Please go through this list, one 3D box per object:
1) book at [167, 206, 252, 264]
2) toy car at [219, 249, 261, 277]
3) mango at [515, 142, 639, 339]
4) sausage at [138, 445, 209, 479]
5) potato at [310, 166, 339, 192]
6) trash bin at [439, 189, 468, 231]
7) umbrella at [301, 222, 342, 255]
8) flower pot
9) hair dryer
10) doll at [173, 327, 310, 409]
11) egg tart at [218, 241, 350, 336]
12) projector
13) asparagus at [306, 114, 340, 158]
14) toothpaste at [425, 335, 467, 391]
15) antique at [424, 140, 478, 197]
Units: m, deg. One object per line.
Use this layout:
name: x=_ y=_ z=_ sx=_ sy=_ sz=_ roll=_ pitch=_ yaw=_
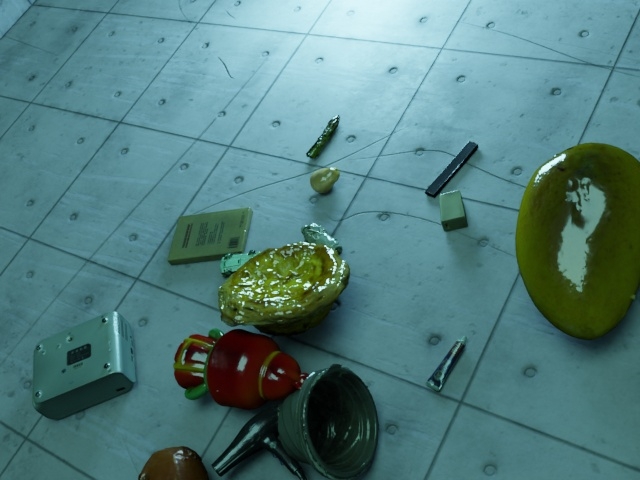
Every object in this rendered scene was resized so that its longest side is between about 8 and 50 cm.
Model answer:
book: x=-0.308 y=-0.012 z=2.093 sx=0.230 sy=0.026 sz=0.161 roll=-6 pitch=53 yaw=20
toy car: x=-0.209 y=0.061 z=1.990 sx=0.121 sy=0.035 sz=0.059 roll=-9 pitch=52 yaw=7
mango: x=0.567 y=0.001 z=1.585 sx=0.301 sy=0.220 sz=0.445 roll=1 pitch=65 yaw=17
sausage: x=-0.303 y=0.571 z=1.583 sx=0.153 sy=0.141 sz=0.268 roll=-22 pitch=50 yaw=8
potato: x=0.013 y=-0.168 z=2.044 sx=0.083 sy=0.062 sz=0.068 roll=-37 pitch=73 yaw=32
trash bin: x=0.325 y=-0.075 z=1.850 sx=0.060 sy=0.043 sz=0.092 roll=-13 pitch=50 yaw=15
umbrella: x=0.000 y=0.000 z=1.932 sx=0.143 sy=0.062 sz=0.067 roll=34 pitch=104 yaw=37
flower pot: x=0.001 y=0.384 z=1.562 sx=0.140 sy=0.235 sz=0.236 roll=-17 pitch=47 yaw=39
hair dryer: x=-0.106 y=0.474 z=1.604 sx=0.195 sy=0.075 sz=0.219 roll=-40 pitch=49 yaw=-19
doll: x=-0.178 y=0.295 z=1.720 sx=0.362 sy=0.160 sz=0.183 roll=7 pitch=55 yaw=27
egg tart: x=-0.082 y=0.127 z=1.786 sx=0.341 sy=0.129 sz=0.341 roll=-9 pitch=30 yaw=5
projector: x=-0.610 y=0.317 z=1.928 sx=0.250 sy=0.108 sz=0.198 roll=-23 pitch=49 yaw=7
asparagus: x=0.012 y=-0.301 z=2.163 sx=0.036 sy=0.030 sz=0.165 roll=-2 pitch=50 yaw=56
toothpaste: x=0.280 y=0.265 z=1.633 sx=0.037 sy=0.021 sz=0.140 roll=25 pitch=71 yaw=37
antique: x=0.341 y=-0.184 z=1.942 sx=0.031 sy=0.015 sz=0.192 roll=32 pitch=73 yaw=36
